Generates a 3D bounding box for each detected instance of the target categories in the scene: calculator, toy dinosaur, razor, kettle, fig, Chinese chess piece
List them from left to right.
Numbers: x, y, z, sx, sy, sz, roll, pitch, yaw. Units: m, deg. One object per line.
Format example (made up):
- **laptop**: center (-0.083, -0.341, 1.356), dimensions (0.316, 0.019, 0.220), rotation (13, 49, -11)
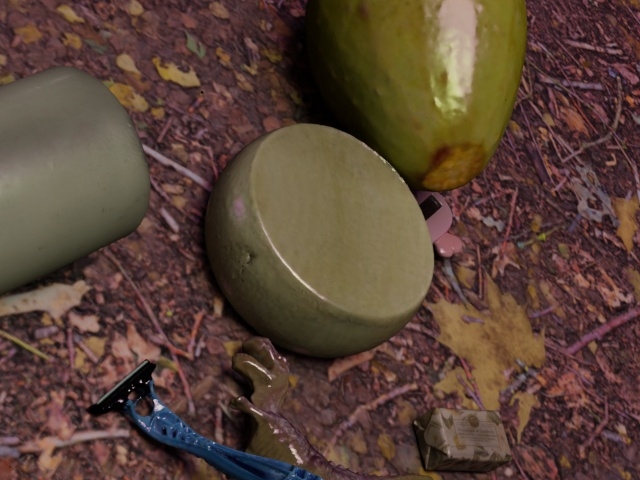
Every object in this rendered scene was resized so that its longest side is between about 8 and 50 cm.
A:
- **kettle**: center (-0.308, -0.042, 0.988), dimensions (0.240, 0.165, 0.255), rotation (32, 42, 25)
- **razor**: center (-0.076, 0.186, 1.029), dimensions (0.253, 0.042, 0.082), rotation (24, 38, 19)
- **toy dinosaur**: center (0.000, 0.211, 1.115), dimensions (0.251, 0.072, 0.200), rotation (34, 37, -4)
- **Chinese chess piece**: center (0.000, 0.000, 1.232), dimensions (0.250, 0.101, 0.250), rotation (21, 50, -27)
- **calculator**: center (0.104, -0.043, 1.405), dimensions (0.166, 0.024, 0.103), rotation (49, 42, 3)
- **fig**: center (0.112, -0.208, 1.357), dimensions (0.258, 0.258, 0.326), rotation (16, 56, -31)

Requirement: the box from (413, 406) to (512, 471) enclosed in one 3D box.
- **box**: center (0.150, 0.211, 1.252), dimensions (0.098, 0.045, 0.062), rotation (6, 57, -35)
